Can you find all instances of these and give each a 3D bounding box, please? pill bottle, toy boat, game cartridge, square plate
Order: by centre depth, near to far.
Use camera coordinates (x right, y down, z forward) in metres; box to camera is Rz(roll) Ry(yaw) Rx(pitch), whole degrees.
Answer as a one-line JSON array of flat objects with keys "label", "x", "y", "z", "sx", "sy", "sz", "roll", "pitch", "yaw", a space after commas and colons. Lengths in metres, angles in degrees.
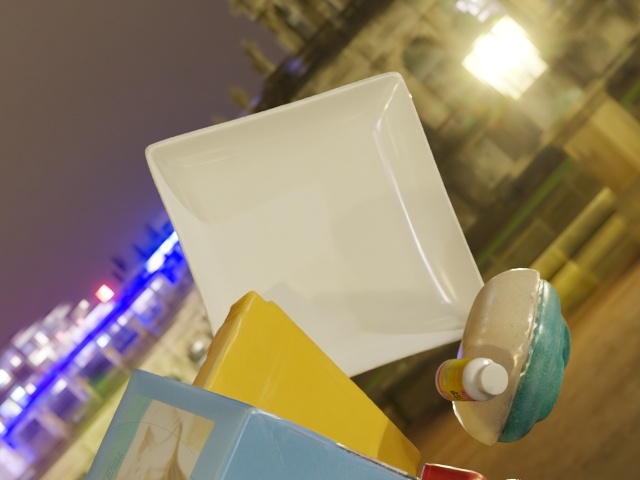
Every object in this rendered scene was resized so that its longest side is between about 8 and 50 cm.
[{"label": "pill bottle", "x": 0.152, "y": 0.139, "z": 1.552, "sx": 0.043, "sy": 0.043, "sz": 0.083, "roll": -46, "pitch": 14, "yaw": -22}, {"label": "game cartridge", "x": -0.019, "y": 0.221, "z": 1.630, "sx": 0.053, "sy": 0.285, "sz": 0.323, "roll": -39, "pitch": 11, "yaw": 22}, {"label": "toy boat", "x": 0.219, "y": 0.191, "z": 1.809, "sx": 0.267, "sy": 0.148, "sz": 0.318, "roll": -64, "pitch": -11, "yaw": -68}, {"label": "square plate", "x": 0.000, "y": 0.000, "z": 1.905, "sx": 0.344, "sy": 0.347, "sz": 0.049, "roll": -18, "pitch": -8, "yaw": -17}]

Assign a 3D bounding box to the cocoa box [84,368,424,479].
[{"label": "cocoa box", "x": -0.069, "y": 0.294, "z": 1.062, "sx": 0.231, "sy": 0.228, "sz": 0.347, "roll": 4, "pitch": 68, "yaw": 64}]
